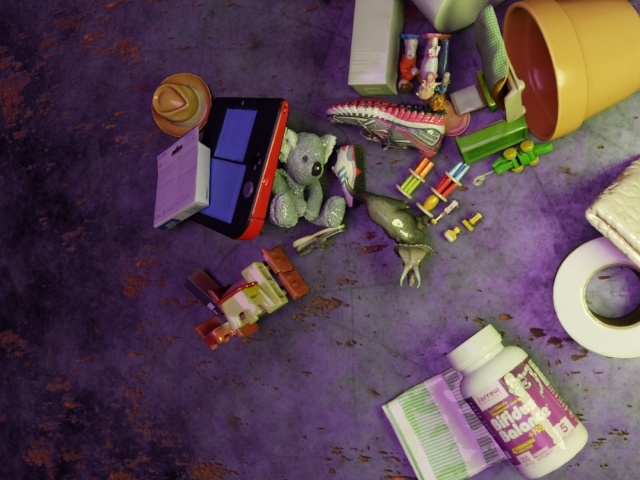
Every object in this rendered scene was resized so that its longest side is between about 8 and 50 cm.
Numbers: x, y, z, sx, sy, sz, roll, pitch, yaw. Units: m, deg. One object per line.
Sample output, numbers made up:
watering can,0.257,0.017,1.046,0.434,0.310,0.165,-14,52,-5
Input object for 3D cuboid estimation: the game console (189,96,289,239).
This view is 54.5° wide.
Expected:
game console,-0.222,-0.191,1.553,0.387,0.060,0.341,20,100,54

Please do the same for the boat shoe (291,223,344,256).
boat shoe,0.000,0.000,1.580,0.152,0.056,0.049,-22,87,28

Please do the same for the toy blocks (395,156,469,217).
toy blocks,0.268,-0.148,1.477,0.123,0.054,0.148,44,102,17

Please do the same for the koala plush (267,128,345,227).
koala plush,-0.051,-0.162,1.511,0.203,0.196,0.221,34,119,54

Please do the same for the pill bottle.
pill bottle,0.408,0.335,1.331,0.169,0.169,0.301,-41,75,16

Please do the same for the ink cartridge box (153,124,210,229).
ink cartridge box,-0.370,-0.164,1.661,0.223,0.045,0.223,-22,63,44

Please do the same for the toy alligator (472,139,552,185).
toy alligator,0.432,-0.186,1.421,0.190,0.056,0.051,-25,39,20

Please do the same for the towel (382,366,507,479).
towel,0.334,0.426,1.460,0.325,0.038,0.247,-31,79,18

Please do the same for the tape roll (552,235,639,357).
tape roll,0.611,0.109,1.288,0.246,0.169,0.246,0,89,20

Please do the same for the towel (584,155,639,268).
towel,0.687,-0.012,1.190,0.317,0.332,0.053,47,136,14

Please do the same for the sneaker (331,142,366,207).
sneaker,0.067,-0.161,1.558,0.075,0.057,0.161,0,91,37

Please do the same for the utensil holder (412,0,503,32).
utensil holder,0.263,-0.700,1.345,0.328,0.327,0.385,-36,81,17

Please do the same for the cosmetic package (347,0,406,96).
cosmetic package,0.137,-0.477,1.489,0.107,0.127,0.237,3,89,21

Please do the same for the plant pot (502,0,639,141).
plant pot,0.524,-0.371,1.279,0.204,0.291,0.290,-16,84,4

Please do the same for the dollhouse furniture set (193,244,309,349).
dollhouse furniture set,-0.190,0.135,1.480,0.201,0.374,0.152,-37,82,15

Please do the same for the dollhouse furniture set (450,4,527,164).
dollhouse furniture set,0.328,-0.315,1.309,0.151,0.301,0.197,-20,74,14

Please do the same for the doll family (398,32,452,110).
doll family,0.257,-0.381,1.412,0.118,0.263,0.163,0,108,-7

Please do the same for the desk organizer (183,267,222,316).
desk organizer,-0.303,0.140,1.689,0.130,0.050,0.047,43,138,0

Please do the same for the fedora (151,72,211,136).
fedora,-0.396,-0.378,1.710,0.194,0.079,0.194,0,90,20

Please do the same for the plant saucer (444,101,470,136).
plant saucer,0.315,-0.290,1.481,0.084,0.013,0.083,0,89,20

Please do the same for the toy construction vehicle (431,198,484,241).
toy construction vehicle,0.323,-0.051,1.471,0.086,0.035,0.098,46,107,3

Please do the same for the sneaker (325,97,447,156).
sneaker,0.148,-0.275,1.492,0.299,0.121,0.112,15,116,25

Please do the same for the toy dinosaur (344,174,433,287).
toy dinosaur,0.172,-0.050,1.449,0.121,0.160,0.313,-35,87,16
